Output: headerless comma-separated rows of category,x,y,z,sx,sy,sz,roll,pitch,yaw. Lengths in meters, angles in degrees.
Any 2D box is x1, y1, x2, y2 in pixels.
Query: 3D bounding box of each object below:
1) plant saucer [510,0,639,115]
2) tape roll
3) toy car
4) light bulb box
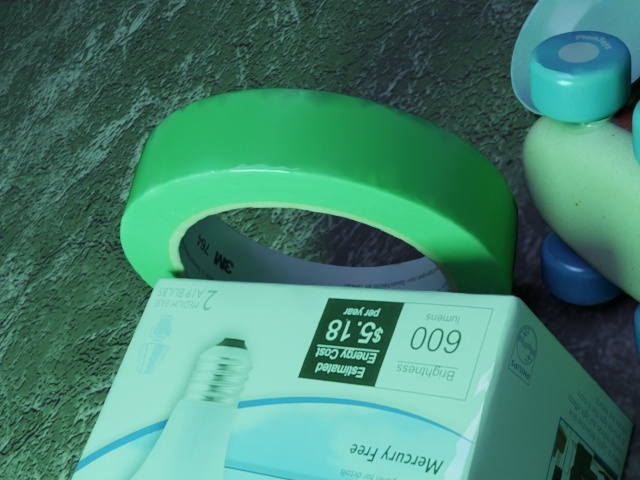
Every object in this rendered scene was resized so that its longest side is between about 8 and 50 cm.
plant saucer,0.265,-0.191,1.031,0.195,0.037,0.195,-33,41,35
tape roll,0.000,0.000,0.919,0.321,0.321,0.077,-10,54,35
toy car,0.300,-0.063,0.846,0.238,0.219,0.210,-27,39,-18
light bulb box,-0.005,0.240,0.823,0.358,0.225,0.361,0,60,40
